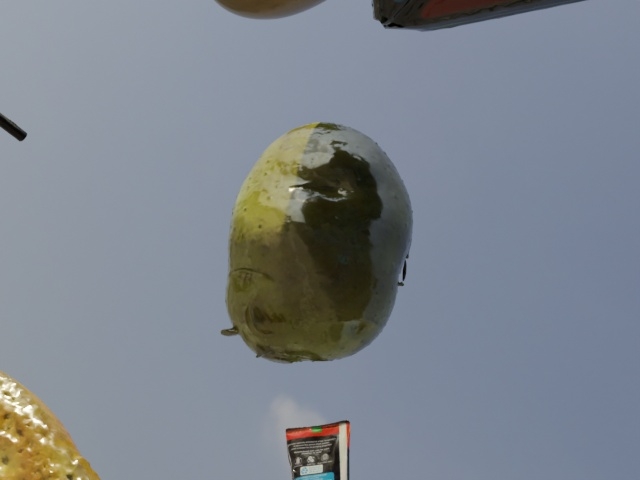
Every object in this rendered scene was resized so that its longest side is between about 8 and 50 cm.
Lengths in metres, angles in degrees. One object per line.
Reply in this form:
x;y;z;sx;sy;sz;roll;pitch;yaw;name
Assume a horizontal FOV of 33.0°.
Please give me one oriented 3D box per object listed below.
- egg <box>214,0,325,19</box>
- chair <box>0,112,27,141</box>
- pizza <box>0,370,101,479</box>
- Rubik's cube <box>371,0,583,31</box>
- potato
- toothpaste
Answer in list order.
-0.040;-0.453;1.500;0.250;0.322;0.250;43;9;-8;egg
-0.465;-0.142;1.118;0.260;0.141;0.155;42;-15;-36;chair
-0.279;0.152;0.675;0.292;0.197;0.058;11;-32;9;pizza
0.137;-0.355;0.916;0.248;0.247;0.250;81;-2;-48;Rubik's cube
0.000;0.000;0.979;0.169;0.248;0.143;15;-37;-13;potato
0.004;0.278;1.099;0.045;0.071;0.193;61;21;-58;toothpaste
